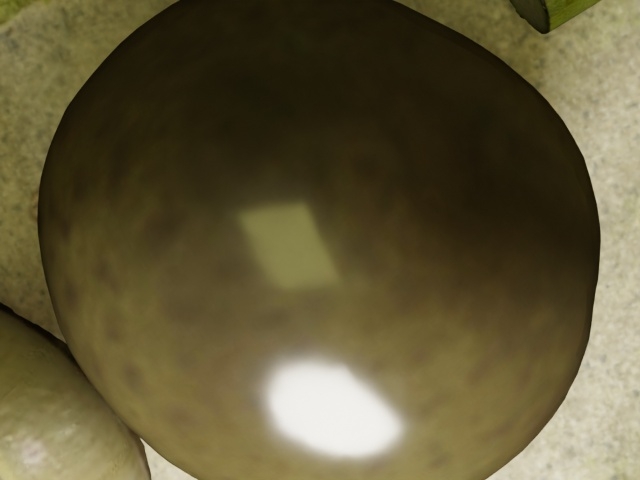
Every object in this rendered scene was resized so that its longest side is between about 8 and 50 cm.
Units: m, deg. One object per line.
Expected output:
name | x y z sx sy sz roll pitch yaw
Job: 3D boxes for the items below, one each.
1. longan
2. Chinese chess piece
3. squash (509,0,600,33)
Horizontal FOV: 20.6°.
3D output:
longan | 0.000 0.000 1.125 0.361 0.361 0.360 0 101 1
Chinese chess piece | -0.233 0.159 1.206 0.257 0.104 0.257 24 136 26
squash | 0.193 -0.234 1.177 0.187 0.123 0.123 -33 99 4
